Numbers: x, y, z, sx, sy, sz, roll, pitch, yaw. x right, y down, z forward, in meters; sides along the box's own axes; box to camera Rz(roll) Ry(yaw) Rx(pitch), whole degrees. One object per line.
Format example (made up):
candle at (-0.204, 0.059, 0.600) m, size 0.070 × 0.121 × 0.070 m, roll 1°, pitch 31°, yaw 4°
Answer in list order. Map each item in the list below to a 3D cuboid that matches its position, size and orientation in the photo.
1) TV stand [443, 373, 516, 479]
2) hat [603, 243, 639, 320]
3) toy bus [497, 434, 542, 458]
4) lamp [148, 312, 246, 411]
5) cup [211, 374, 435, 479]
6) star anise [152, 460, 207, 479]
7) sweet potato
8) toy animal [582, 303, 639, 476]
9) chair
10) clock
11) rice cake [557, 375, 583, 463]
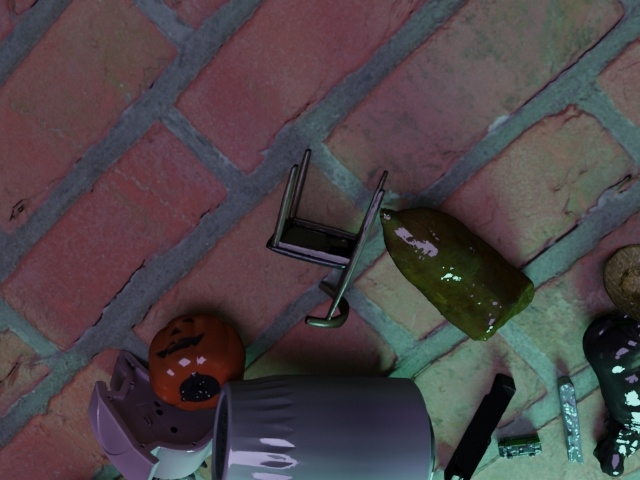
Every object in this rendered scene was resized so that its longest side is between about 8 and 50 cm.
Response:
TV stand at (0.313, 0.380, 1.426) m, size 0.040 × 0.049 × 0.256 m, roll 22°, pitch 111°, yaw 0°
hat at (0.567, 0.086, 1.289) m, size 0.146 × 0.067 × 0.146 m, roll -1°, pitch 67°, yaw 2°
toy bus at (0.392, 0.406, 1.431) m, size 0.083 × 0.037 × 0.031 m, roll -9°, pitch 108°, yaw 11°
lamp at (-0.235, 0.226, 1.386) m, size 0.187 × 0.164 × 0.188 m, roll -6°, pitch 129°, yaw -8°
cup at (0.001, 0.363, 1.307) m, size 0.371 × 0.253 × 0.253 m, roll 7°, pitch 111°, yaw -14°
star anise at (-0.330, 0.456, 1.525) m, size 0.180 × 0.061 × 0.204 m, roll 17°, pitch 116°, yaw -12°
sweet potato at (0.227, 0.045, 1.254) m, size 0.369 × 0.158 × 0.158 m, roll 40°, pitch 109°, yaw -18°
toy animal at (0.580, 0.284, 1.332) m, size 0.168 × 0.106 × 0.343 m, roll -10°, pitch 111°, yaw 10°
chair at (0.000, 0.000, 1.266) m, size 0.166 × 0.188 × 0.272 m, roll 16°, pitch 107°, yaw 2°
clock at (-0.314, 0.334, 1.429) m, size 0.290 × 0.275 × 0.080 m, roll 40°, pitch 117°, yaw 32°
rice cake at (0.482, 0.349, 1.397) m, size 0.030 × 0.042 × 0.180 m, roll -9°, pitch 107°, yaw 13°
